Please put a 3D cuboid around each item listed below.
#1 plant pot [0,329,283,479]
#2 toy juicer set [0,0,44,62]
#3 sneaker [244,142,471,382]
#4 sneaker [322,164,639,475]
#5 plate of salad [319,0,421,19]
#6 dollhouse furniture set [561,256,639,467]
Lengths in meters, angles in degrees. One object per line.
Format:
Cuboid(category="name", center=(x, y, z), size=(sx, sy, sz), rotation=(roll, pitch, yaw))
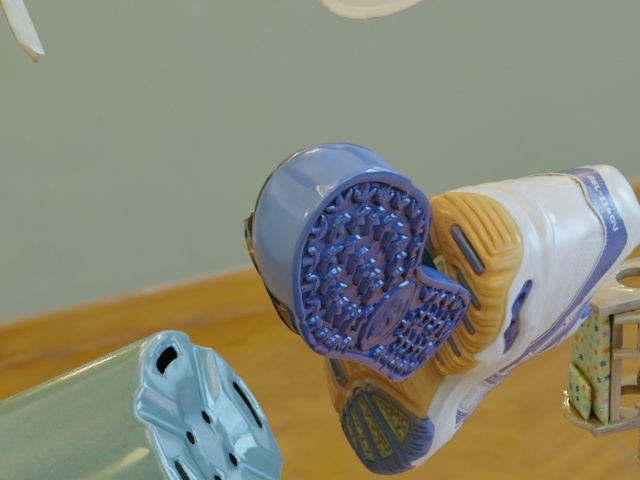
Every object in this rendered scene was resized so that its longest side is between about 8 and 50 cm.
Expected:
Cuboid(category="plant pot", center=(-0.230, 0.273, 1.799), size=(0.334, 0.341, 0.341), rotation=(-28, 9, 21))
Cuboid(category="toy juicer set", center=(-0.394, -0.257, 1.535), size=(0.329, 0.089, 0.209), rotation=(22, 35, -22))
Cuboid(category="sneaker", center=(0.000, 0.000, 0.789), size=(0.081, 0.090, 0.232), rotation=(-49, -21, -5))
Cuboid(category="sneaker", center=(0.095, 0.052, 1.055), size=(0.131, 0.112, 0.296), rotation=(-18, -16, -25))
Cuboid(category="plate of salad", center=(0.077, -0.264, 1.506), size=(0.199, 0.048, 0.200), rotation=(-22, 49, 29))
Cuboid(category="dollhouse furniture set", center=(0.243, 0.129, 1.283), size=(0.101, 0.182, 0.161), rotation=(-11, 28, -15))
